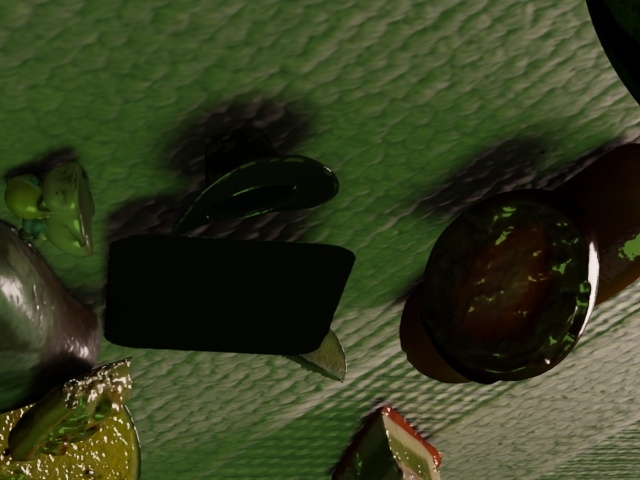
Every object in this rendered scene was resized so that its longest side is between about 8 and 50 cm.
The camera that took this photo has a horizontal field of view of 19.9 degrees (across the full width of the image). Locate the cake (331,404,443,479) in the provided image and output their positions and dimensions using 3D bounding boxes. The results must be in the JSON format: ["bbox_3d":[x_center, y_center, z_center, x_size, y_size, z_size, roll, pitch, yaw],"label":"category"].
[{"bbox_3d":[0.091,0.227,1.804,0.117,0.086,0.220,-9,156,-19],"label":"cake"}]

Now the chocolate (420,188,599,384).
[{"bbox_3d":[0.141,0.027,1.286,0.124,0.127,0.133,43,118,-17],"label":"chocolate"}]

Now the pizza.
[{"bbox_3d":[-0.173,0.123,1.291,0.099,0.035,0.160,-27,173,-26],"label":"pizza"}]

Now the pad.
[{"bbox_3d":[0.008,0.022,1.317,0.323,0.055,0.250,-15,162,-13],"label":"pad"}]

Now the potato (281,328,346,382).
[{"bbox_3d":[-0.016,0.079,1.470,0.093,0.036,0.037,32,166,-39],"label":"potato"}]

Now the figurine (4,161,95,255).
[{"bbox_3d":[-0.167,-0.018,1.124,0.051,0.047,0.083,-6,152,-1],"label":"figurine"}]

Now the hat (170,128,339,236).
[{"bbox_3d":[-0.048,-0.041,1.144,0.121,0.050,0.121,-18,167,-4],"label":"hat"}]

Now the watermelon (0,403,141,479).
[{"bbox_3d":[-0.200,0.141,1.406,0.075,0.092,0.181,-43,141,20],"label":"watermelon"}]

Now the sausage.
[{"bbox_3d":[0.165,0.026,1.403,0.083,0.089,0.300,8,146,-35],"label":"sausage"}]

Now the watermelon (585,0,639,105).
[{"bbox_3d":[0.259,-0.152,0.865,0.269,0.269,0.269,-15,157,-6],"label":"watermelon"}]

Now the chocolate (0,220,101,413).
[{"bbox_3d":[-0.243,0.074,1.225,0.157,0.080,0.254,-20,158,4],"label":"chocolate"}]
